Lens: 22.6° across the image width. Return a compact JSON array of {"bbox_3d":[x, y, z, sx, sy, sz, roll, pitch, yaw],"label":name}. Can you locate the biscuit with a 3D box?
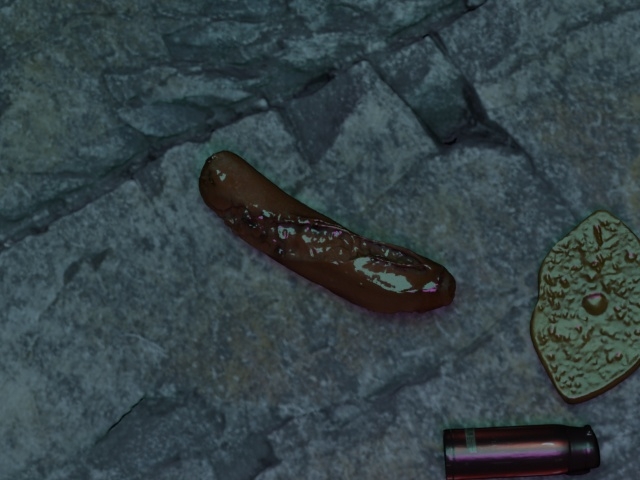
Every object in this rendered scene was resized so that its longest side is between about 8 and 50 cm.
[{"bbox_3d":[0.303,0.073,1.749,0.142,0.029,0.220,6,74,10],"label":"biscuit"}]

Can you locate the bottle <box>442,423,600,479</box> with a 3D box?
[{"bbox_3d":[0.214,0.226,1.703,0.164,0.060,0.060,-4,73,5],"label":"bottle"}]

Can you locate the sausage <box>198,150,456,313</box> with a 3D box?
[{"bbox_3d":[-0.002,0.001,1.781,0.327,0.079,0.087,29,94,15],"label":"sausage"}]
